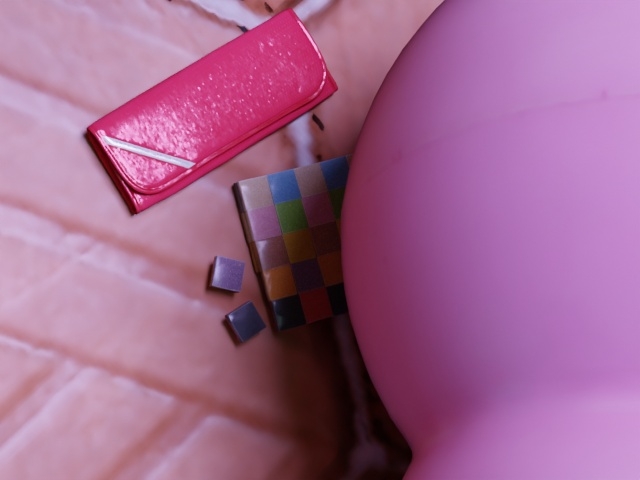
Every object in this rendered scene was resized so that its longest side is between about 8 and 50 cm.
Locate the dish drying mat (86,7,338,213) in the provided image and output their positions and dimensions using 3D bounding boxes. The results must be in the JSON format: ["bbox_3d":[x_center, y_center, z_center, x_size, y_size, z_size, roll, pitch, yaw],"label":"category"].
[{"bbox_3d":[-0.032,-0.042,0.497,0.083,0.008,0.032,-34,96,-26],"label":"dish drying mat"}]

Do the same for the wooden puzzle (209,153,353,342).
[{"bbox_3d":[0.000,0.000,0.507,0.083,0.006,0.049,-14,88,-28],"label":"wooden puzzle"}]

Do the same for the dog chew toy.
[{"bbox_3d":[0.103,0.078,0.420,0.207,0.207,0.331,14,68,-24],"label":"dog chew toy"}]
